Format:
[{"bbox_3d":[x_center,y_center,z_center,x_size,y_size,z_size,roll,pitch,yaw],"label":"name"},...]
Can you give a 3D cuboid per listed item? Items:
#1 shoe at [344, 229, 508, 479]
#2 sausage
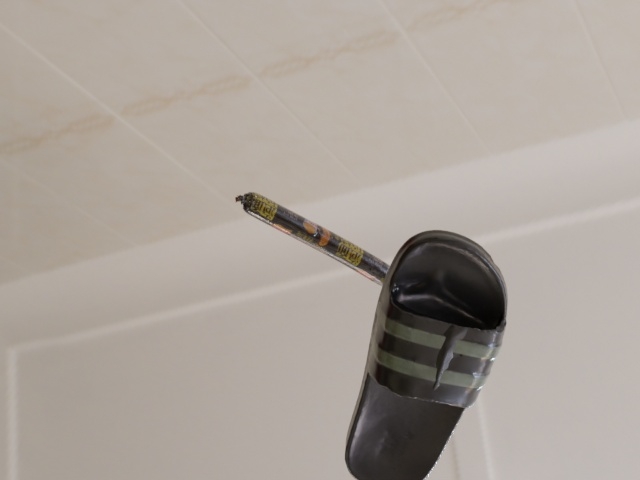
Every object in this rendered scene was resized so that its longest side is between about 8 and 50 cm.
[{"bbox_3d":[0.056,0.081,0.718,0.071,0.179,0.049,14,-148,-4],"label":"shoe"},{"bbox_3d":[0.000,0.000,1.304,0.025,0.198,0.028,-55,-159,18],"label":"sausage"}]
